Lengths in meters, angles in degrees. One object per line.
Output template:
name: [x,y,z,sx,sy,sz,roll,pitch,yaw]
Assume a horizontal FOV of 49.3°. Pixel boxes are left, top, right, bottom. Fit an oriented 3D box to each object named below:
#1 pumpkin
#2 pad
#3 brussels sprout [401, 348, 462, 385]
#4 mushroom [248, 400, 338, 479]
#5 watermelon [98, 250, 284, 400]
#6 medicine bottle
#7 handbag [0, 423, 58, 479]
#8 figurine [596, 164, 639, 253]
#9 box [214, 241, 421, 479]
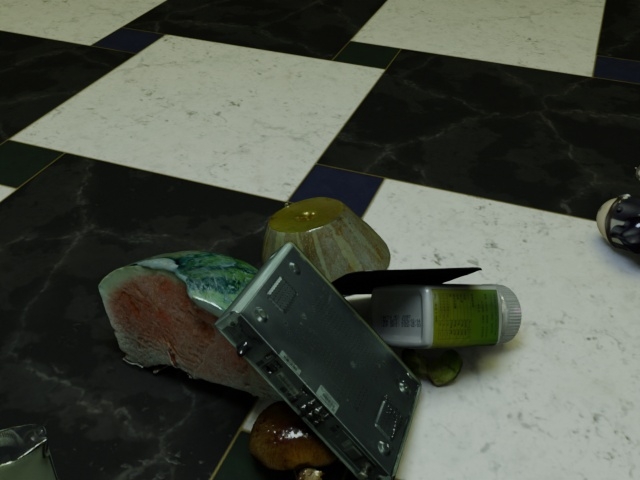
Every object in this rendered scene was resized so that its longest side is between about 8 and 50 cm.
pumpkin: [0.003,-0.010,1.156,0.217,0.110,0.217,-4,38,3]
pad: [0.096,0.059,0.971,0.181,0.267,0.004,-1,80,-13]
brussels sprout: [0.153,0.173,0.968,0.083,0.046,0.051,1,44,19]
mushroom: [-0.026,0.241,0.855,0.127,0.087,0.127,0,14,0]
watermelon: [-0.136,0.109,0.926,0.305,0.180,0.224,9,-7,33]
medicine bottle: [0.181,0.103,0.969,0.189,0.088,0.132,3,-7,-30]
handbag: [-0.361,0.239,0.649,0.241,0.315,0.109,-5,36,-9]
figurine: [0.638,-0.017,1.091,0.306,0.241,0.412,-9,28,-26]
box: [0.011,0.143,0.843,0.270,0.045,0.211,49,31,-6]
